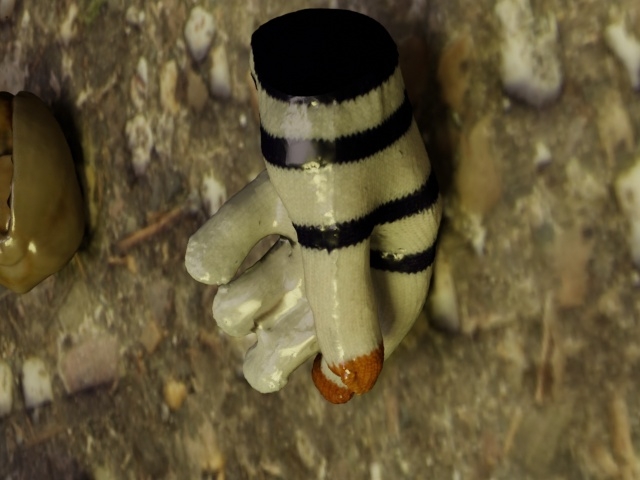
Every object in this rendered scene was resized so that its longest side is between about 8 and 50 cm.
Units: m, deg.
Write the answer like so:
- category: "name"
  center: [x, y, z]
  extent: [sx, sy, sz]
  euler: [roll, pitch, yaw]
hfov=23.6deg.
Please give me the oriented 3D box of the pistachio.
- category: "pistachio"
  center: [-0.224, -0.038, 1.110]
  extent: [0.113, 0.113, 0.149]
  euler: [-26, 57, 43]

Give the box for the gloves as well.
- category: "gloves"
  center: [0.008, -0.009, 0.865]
  extent: [0.140, 0.131, 0.218]
  euler: [26, 139, 41]
